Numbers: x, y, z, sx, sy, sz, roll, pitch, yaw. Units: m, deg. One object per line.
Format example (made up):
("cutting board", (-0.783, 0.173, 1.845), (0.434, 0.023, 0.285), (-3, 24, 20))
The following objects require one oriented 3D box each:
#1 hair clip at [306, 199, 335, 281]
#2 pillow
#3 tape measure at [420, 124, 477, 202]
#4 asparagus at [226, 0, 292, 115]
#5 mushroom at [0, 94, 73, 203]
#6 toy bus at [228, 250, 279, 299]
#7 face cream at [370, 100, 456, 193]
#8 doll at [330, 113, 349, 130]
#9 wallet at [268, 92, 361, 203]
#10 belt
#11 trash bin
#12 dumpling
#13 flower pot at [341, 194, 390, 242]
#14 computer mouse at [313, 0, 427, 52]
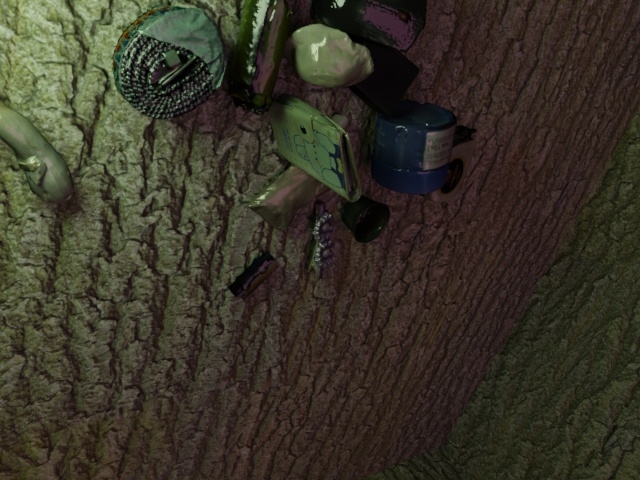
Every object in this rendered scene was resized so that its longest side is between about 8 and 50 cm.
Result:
("hair clip", (0.000, 0.000, 1.825), (0.106, 0.084, 0.292), (-29, 134, -45))
("pillow", (-0.078, -0.143, 1.649), (0.270, 0.067, 0.173), (-43, 133, -5))
("tape measure", (0.425, -0.279, 1.922), (0.231, 0.133, 0.271), (-9, 125, -44))
("asparagus", (-0.136, -0.496, 1.296), (0.108, 0.128, 0.382), (-42, 152, -63))
("mushroom", (-0.617, -0.189, 1.151), (0.099, 0.096, 0.278), (-61, 148, -32))
("toy bus", (-0.212, 0.114, 1.742), (0.172, 0.057, 0.072), (-45, 147, -3))
("face cream", (0.288, -0.299, 1.699), (0.248, 0.249, 0.225), (-18, 129, -29))
("doll", (0.024, -0.298, 1.592), (0.160, 0.059, 0.161), (-44, 144, -38))
("wallet", (-0.018, -0.252, 1.433), (0.077, 0.309, 0.223), (-31, 134, -23))
("belt", (-0.330, -0.393, 1.190), (0.257, 0.150, 0.207), (-44, 129, -5))
("trash bin", (0.148, -0.487, 1.541), (0.225, 0.115, 0.165), (25, 102, -45))
("dumpling", (0.016, -0.465, 1.369), (0.162, 0.250, 0.132), (111, -8, -70))
("flower pot", (0.144, -0.082, 1.851), (0.157, 0.107, 0.158), (-25, 135, -28))
("computer mouse", (0.131, -0.589, 1.370), (0.295, 0.087, 0.168), (15, 104, -6))
